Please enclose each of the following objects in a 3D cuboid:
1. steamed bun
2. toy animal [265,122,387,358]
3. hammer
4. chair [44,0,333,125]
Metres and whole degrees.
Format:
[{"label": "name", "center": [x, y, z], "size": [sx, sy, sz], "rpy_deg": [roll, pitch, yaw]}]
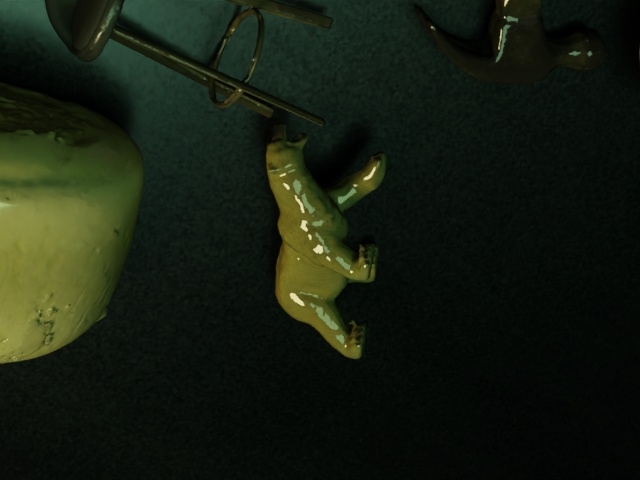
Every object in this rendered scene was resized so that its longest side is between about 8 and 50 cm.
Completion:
[{"label": "steamed bun", "center": [-0.268, -0.003, 0.807], "size": [0.273, 0.166, 0.232], "rpy_deg": [15, 115, -24]}, {"label": "toy animal", "center": [0.000, 0.000, 0.931], "size": [0.101, 0.103, 0.219], "rpy_deg": [9, 137, 6]}, {"label": "hammer", "center": [0.168, -0.326, 0.800], "size": [0.168, 0.044, 0.440], "rpy_deg": [-7, 123, -14]}, {"label": "chair", "center": [-0.098, -0.151, 0.803], "size": [0.221, 0.095, 0.104], "rpy_deg": [20, 119, -25]}]
